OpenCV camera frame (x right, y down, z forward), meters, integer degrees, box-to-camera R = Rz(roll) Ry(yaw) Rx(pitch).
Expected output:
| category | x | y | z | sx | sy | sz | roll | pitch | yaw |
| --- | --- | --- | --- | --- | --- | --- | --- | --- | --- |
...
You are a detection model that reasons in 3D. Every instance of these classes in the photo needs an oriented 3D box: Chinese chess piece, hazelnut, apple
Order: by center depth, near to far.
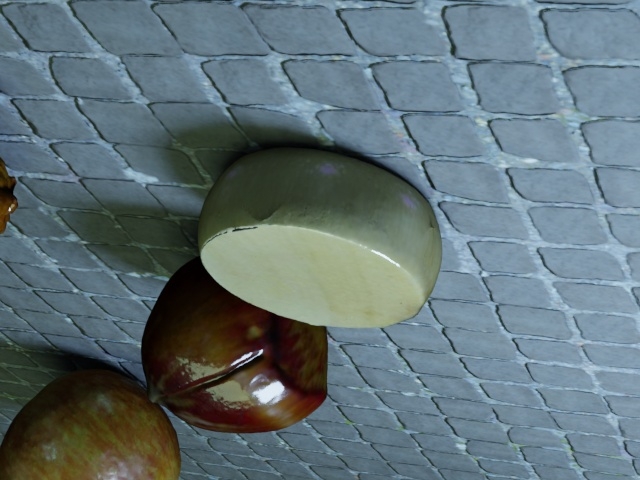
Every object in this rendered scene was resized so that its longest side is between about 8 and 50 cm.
| category | x | y | z | sx | sy | sz | roll | pitch | yaw |
| --- | --- | --- | --- | --- | --- | --- | --- | --- | --- |
| Chinese chess piece | 0.000 | 0.000 | 1.490 | 0.251 | 0.097 | 0.251 | 11 | 156 | 5 |
| hazelnut | -0.104 | 0.118 | 1.668 | 0.230 | 0.229 | 0.229 | 12 | 157 | 5 |
| apple | -0.338 | 0.344 | 2.219 | 0.250 | 0.277 | 0.309 | 32 | 174 | 20 |

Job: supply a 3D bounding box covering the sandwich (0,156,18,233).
| category | x | y | z | sx | sy | sz | roll | pitch | yaw |
| --- | --- | --- | --- | --- | --- | --- | --- | --- | --- |
| sandwich | -0.434 | -0.065 | 1.516 | 0.162 | 0.250 | 0.301 | 56 | -176 | 9 |
